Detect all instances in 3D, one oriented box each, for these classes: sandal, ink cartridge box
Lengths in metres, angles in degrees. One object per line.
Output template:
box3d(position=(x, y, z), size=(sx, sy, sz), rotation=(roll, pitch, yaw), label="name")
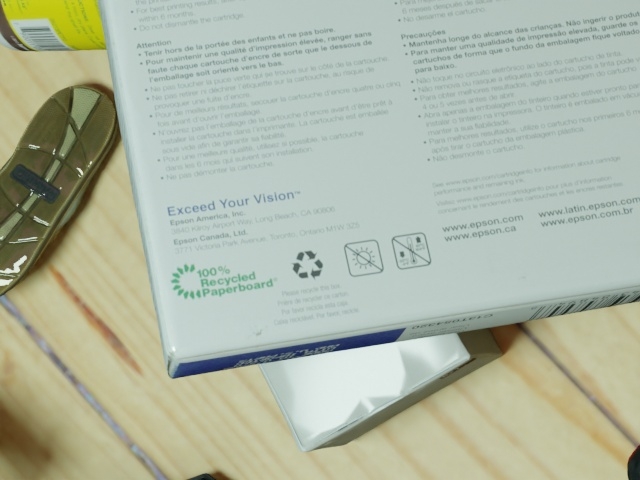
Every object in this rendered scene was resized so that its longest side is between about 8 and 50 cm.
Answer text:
box3d(position=(-0.199, -0.025, 1.337), size=(0.072, 0.049, 0.180), rotation=(38, 85, 11), label="sandal")
box3d(position=(0.040, -0.106, 1.164), size=(0.324, 0.071, 0.330), rotation=(-8, 75, -10), label="ink cartridge box")

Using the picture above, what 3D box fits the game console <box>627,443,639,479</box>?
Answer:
box3d(position=(0.410, 0.191, 1.113), size=(0.342, 0.060, 0.386), rotation=(-37, 77, 14), label="game console")

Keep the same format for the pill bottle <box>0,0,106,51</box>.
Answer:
box3d(position=(-0.109, -0.182, 1.270), size=(0.215, 0.117, 0.117), rotation=(0, 88, 18), label="pill bottle")

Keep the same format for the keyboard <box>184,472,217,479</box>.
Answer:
box3d(position=(-0.103, 0.329, 1.299), size=(0.201, 0.033, 0.317), rotation=(-20, 81, 16), label="keyboard")

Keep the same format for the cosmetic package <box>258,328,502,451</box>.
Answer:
box3d(position=(0.000, 0.000, 1.238), size=(0.127, 0.107, 0.238), rotation=(-29, 82, 15), label="cosmetic package")
